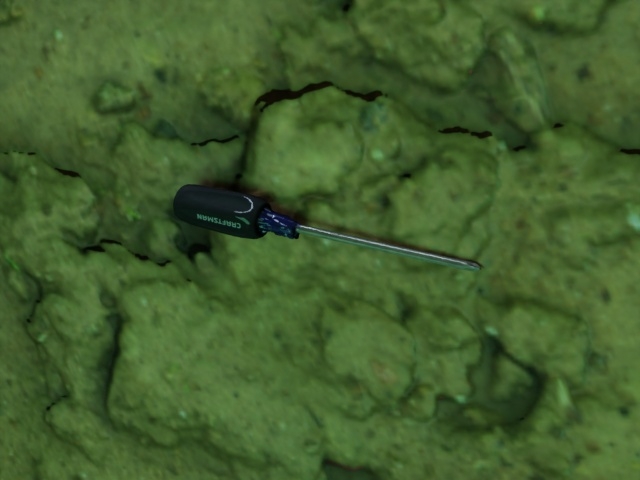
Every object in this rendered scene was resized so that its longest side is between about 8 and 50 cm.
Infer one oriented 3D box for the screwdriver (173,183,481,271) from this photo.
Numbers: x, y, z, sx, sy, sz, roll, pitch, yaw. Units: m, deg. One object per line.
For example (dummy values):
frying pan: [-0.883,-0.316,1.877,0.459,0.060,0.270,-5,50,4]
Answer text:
screwdriver: [0.000,0.000,0.832,0.170,0.024,0.025,18,95,29]
